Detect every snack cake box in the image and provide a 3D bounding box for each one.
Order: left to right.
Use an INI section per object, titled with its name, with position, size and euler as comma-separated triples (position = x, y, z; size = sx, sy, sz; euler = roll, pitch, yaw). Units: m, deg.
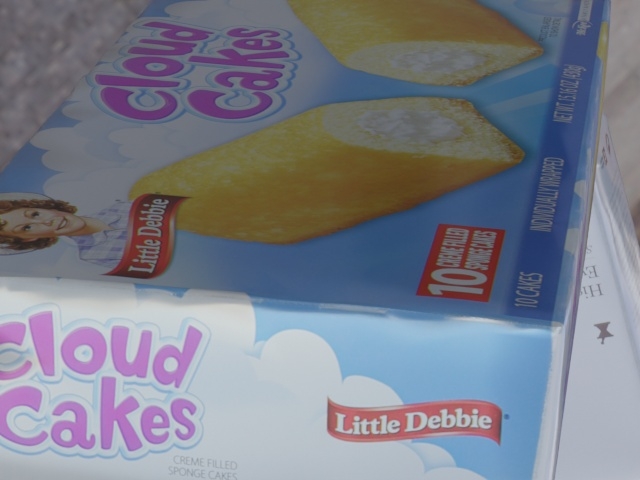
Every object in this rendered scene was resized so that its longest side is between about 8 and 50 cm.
[snack cake box]
position = 0.000, 0.000, 0.569
size = 0.264, 0.152, 0.089
euler = -67, 161, -65

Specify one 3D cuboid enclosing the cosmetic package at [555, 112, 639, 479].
[cosmetic package]
position = 0.131, 0.053, 1.133
size = 0.117, 0.231, 0.085
euler = -11, -162, 21
